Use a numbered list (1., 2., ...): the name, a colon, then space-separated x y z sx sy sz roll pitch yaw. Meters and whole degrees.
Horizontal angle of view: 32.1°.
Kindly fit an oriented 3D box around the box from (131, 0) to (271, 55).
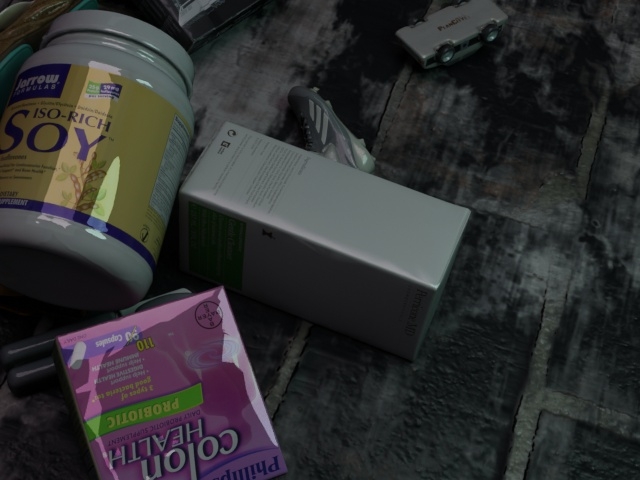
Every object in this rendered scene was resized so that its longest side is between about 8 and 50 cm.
1. box: -0.237 -0.492 1.887 0.242 0.076 0.307 -40 92 -31

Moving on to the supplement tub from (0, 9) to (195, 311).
1. supplement tub: -0.298 -0.100 1.427 0.241 0.241 0.331 11 67 1

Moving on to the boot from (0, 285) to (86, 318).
1. boot: -0.432 -0.009 1.550 0.295 0.104 0.211 15 56 7

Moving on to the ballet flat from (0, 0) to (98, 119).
1. ballet flat: -0.487 -0.306 1.764 0.124 0.116 0.342 20 50 13

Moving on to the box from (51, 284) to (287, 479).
1. box: -0.187 0.207 1.351 0.213 0.117 0.243 -16 80 -19

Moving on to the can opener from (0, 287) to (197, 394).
1. can opener: -0.285 0.122 1.479 0.280 0.093 0.074 -19 58 -15

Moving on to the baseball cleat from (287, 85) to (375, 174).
1. baseball cleat: -0.007 -0.162 1.740 0.109 0.072 0.206 -33 59 -21

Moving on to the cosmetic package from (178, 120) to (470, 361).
1. cosmetic package: 0.000 0.000 1.539 0.365 0.197 0.155 21 54 10

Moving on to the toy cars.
1. toy cars: 0.252 -0.427 1.973 0.176 0.087 0.394 13 55 9
